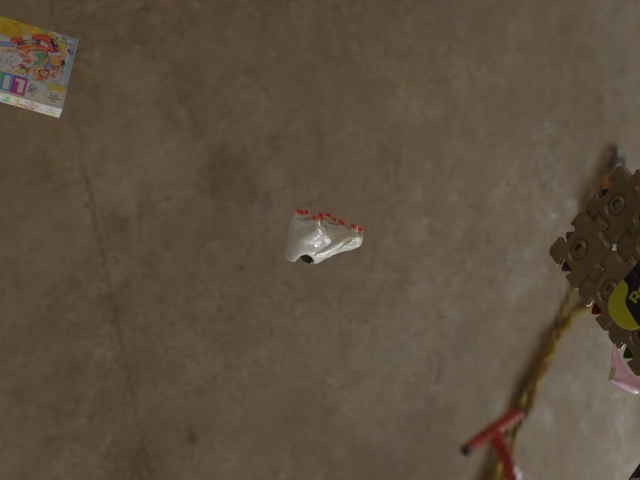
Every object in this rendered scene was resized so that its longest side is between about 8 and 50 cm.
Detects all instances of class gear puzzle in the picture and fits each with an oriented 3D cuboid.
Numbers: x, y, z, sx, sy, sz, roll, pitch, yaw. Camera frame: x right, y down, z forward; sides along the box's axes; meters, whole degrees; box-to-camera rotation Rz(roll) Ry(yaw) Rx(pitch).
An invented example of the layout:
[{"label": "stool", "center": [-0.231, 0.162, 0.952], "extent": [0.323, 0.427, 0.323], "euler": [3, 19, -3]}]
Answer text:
[{"label": "gear puzzle", "center": [0.418, 0.066, 1.582], "extent": [0.044, 0.339, 0.175], "euler": [14, 123, -36]}]

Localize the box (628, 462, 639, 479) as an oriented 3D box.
[{"label": "box", "center": [0.385, 0.182, 1.146], "extent": [0.059, 0.232, 0.183], "euler": [35, 89, -7]}]

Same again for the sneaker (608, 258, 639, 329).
[{"label": "sneaker", "center": [0.331, 0.024, 1.206], "extent": [0.144, 0.053, 0.059], "euler": [-50, 149, 21]}]

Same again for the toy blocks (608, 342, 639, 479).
[{"label": "toy blocks", "center": [0.260, 0.207, 0.678], "extent": [0.309, 0.260, 0.289], "euler": [-60, -173, 32]}]

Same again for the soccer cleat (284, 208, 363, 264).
[{"label": "soccer cleat", "center": [0.000, 0.000, 1.886], "extent": [0.196, 0.068, 0.076], "euler": [9, 104, -64]}]

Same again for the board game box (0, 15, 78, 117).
[{"label": "board game box", "center": [-0.386, -0.221, 1.590], "extent": [0.154, 0.026, 0.104], "euler": [14, 66, -16]}]
